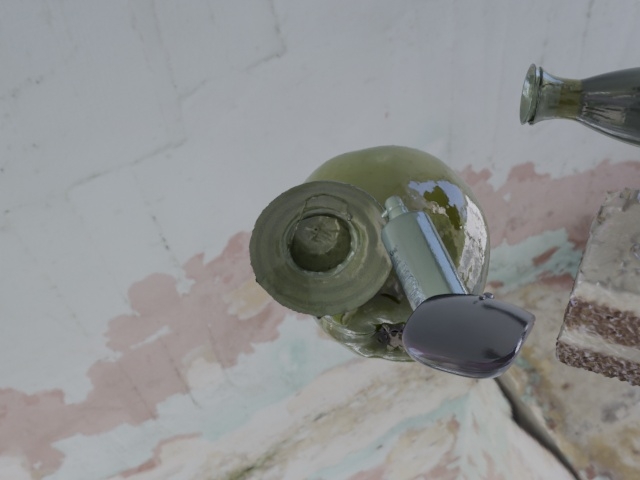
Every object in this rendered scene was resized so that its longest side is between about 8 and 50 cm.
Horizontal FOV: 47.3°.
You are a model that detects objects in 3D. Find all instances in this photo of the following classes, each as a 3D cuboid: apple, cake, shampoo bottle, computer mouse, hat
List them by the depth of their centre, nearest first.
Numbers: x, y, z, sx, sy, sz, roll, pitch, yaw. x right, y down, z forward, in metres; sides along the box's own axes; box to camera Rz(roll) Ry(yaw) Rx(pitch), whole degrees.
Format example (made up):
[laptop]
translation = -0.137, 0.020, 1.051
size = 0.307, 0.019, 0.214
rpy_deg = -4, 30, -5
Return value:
[cake]
translation = 0.293, 0.043, 0.665
size = 0.135, 0.135, 0.147
rpy_deg = -60, -32, -29
[computer mouse]
translation = 0.167, 0.093, 0.799
size = 0.232, 0.120, 0.057
rpy_deg = -16, -64, -64
[shampoo bottle]
translation = 0.153, 0.042, 1.073
size = 0.085, 0.262, 0.085
rpy_deg = -16, -31, -10
[hat]
translation = 0.000, 0.000, 1.263
size = 0.252, 0.110, 0.251
rpy_deg = -2, -67, -5
[apple]
translation = 0.150, 0.028, 1.589
size = 0.474, 0.473, 0.473
rpy_deg = -19, -38, -16

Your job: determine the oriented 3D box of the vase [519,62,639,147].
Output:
[vase]
translation = 0.555, -0.262, 1.400
size = 0.321, 0.173, 0.173
rpy_deg = 6, -40, 6
